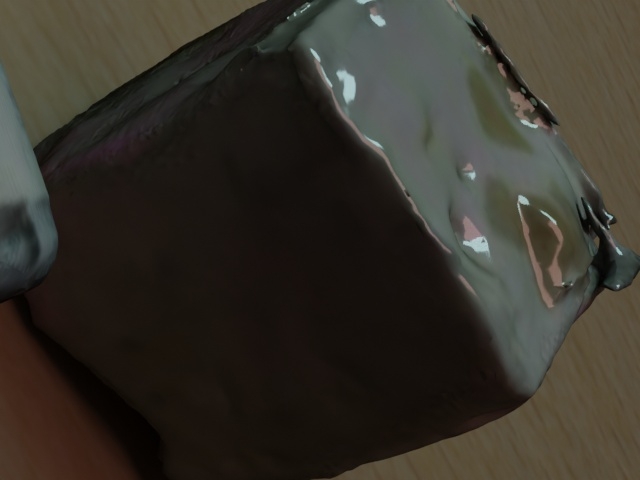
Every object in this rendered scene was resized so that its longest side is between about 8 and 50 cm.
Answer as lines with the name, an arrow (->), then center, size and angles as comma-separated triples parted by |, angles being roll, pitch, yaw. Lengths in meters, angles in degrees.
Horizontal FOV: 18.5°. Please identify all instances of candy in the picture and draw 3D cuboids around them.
candy -> 0.000, 0.000, 0.769 | 0.185, 0.195, 0.137 | 55, 34, -17

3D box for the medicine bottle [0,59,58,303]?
medicine bottle -> -0.193, -0.090, 0.560 | 0.165, 0.165, 0.273 | -22, 92, -57
